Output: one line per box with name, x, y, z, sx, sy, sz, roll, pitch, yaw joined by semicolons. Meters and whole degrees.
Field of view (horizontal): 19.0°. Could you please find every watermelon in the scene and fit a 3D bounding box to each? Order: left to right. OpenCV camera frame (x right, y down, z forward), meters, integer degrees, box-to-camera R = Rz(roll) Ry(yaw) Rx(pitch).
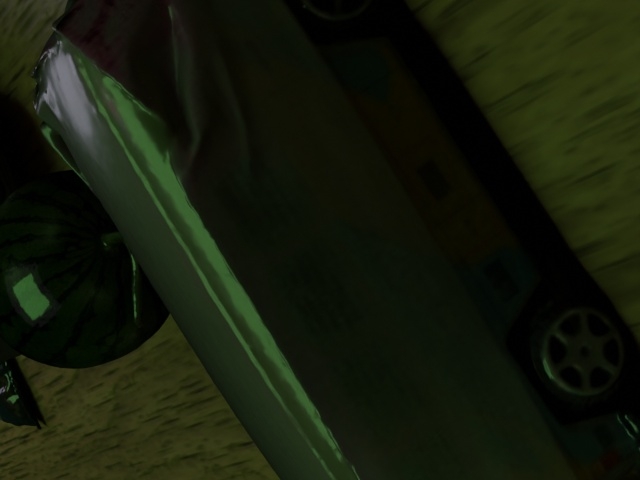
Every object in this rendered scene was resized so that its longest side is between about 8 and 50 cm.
watermelon;-0.159;0.016;1.320;0.141;0.140;0.187;57;147;-3

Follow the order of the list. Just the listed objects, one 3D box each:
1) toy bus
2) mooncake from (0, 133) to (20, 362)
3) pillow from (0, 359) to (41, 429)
toy bus;0.000;0.000;0.990;0.386;0.162;0.171;57;156;-1
mooncake;-0.320;-0.025;1.548;0.254;0.136;0.250;37;147;44
pillow;-0.377;0.086;1.905;0.255;0.034;0.189;17;137;51
